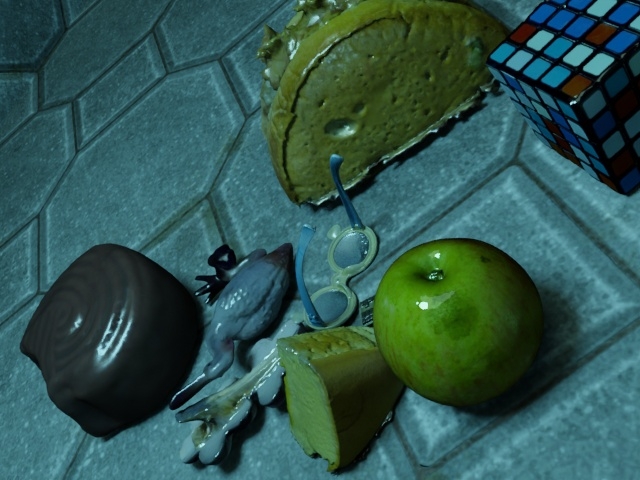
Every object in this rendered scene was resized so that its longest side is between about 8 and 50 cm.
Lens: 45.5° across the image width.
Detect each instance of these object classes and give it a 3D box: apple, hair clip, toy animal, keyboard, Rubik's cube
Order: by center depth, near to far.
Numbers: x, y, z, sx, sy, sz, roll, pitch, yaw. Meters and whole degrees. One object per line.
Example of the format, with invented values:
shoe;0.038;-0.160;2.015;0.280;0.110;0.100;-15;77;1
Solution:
apple;0.152;0.088;0.872;0.196;0.196;0.196;-25;42;25
Rubik's cube;0.353;-0.200;0.941;0.184;0.187;0.182;-45;38;4
keyboard;0.110;0.076;1.050;0.129;0.015;0.049;-29;40;20
hair clip;-0.112;0.216;1.088;0.257;0.075;0.146;-39;22;-3
toy animal;-0.123;0.109;1.171;0.195;0.090;0.324;-32;29;18

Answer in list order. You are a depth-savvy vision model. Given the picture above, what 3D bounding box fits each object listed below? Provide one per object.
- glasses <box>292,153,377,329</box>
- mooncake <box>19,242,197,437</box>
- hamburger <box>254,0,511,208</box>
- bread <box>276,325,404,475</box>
glasses;0.029;0.007;1.056;0.088;0.220;0.190;18;59;10
mooncake;-0.372;0.157;1.297;0.334;0.174;0.326;-28;43;19
hamburger;0.058;-0.295;1.224;0.445;0.287;0.268;-32;38;13
bread;0.029;0.202;0.983;0.140;0.169;0.160;24;115;51
